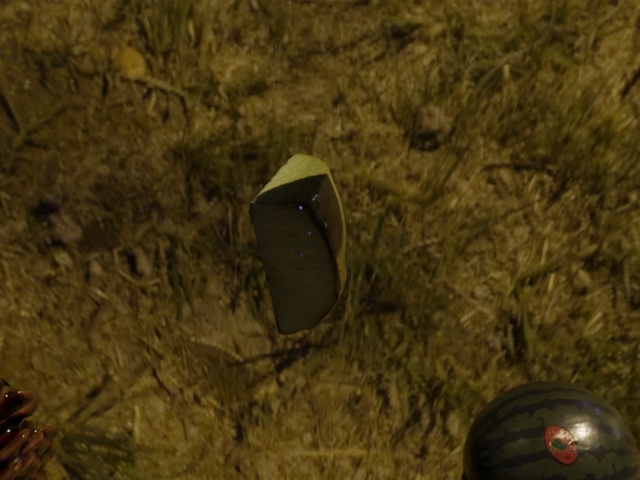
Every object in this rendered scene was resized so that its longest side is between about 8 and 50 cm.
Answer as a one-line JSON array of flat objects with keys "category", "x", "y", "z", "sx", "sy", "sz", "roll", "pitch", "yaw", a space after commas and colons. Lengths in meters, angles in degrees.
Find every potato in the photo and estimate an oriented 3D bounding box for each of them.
[{"category": "potato", "x": 0.000, "y": 0.000, "z": 1.090, "sx": 0.081, "sy": 0.149, "sz": 0.120, "roll": 2, "pitch": 30, "yaw": 23}]

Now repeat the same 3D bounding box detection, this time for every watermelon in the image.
[{"category": "watermelon", "x": 0.273, "y": 0.270, "z": 1.369, "sx": 0.212, "sy": 0.212, "sz": 0.212, "roll": 0, "pitch": 68, "yaw": -1}]

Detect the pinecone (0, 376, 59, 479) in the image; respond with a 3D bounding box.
[{"category": "pinecone", "x": -0.533, "y": 0.331, "z": 1.438, "sx": 0.398, "sy": 0.398, "sz": 0.397, "roll": 0, "pitch": 68, "yaw": -1}]
